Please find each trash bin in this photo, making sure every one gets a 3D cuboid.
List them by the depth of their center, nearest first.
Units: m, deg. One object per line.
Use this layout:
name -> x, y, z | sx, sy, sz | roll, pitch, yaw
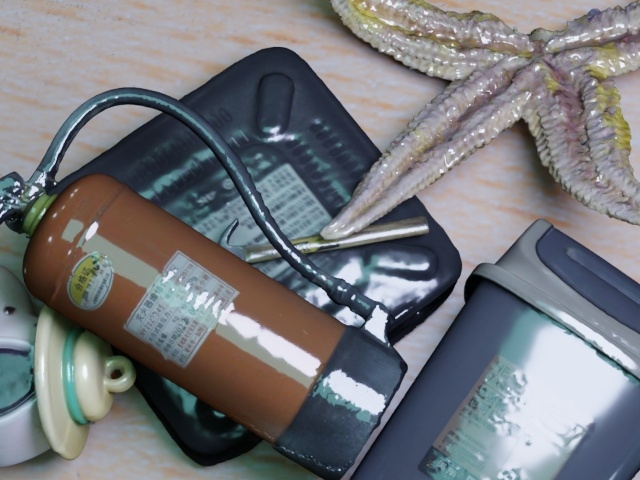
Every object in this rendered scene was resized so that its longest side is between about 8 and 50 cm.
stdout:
trash bin -> 0.165, 0.145, 1.236 | 0.209, 0.182, 0.290 | 36, 81, 8

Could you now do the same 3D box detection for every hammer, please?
hammer -> 0.000, 0.000, 1.280 | 0.182, 0.017, 0.062 | -11, 73, -7

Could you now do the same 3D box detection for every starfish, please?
starfish -> 0.179, -0.153, 1.324 | 0.398, 0.132, 0.384 | 10, 48, 4

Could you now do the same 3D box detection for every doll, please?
doll -> -0.304, 0.141, 1.255 | 0.271, 0.144, 0.208 | -43, 58, -16

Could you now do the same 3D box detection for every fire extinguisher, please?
fire extinguisher -> -0.103, 0.022, 1.216 | 0.376, 0.113, 0.200 | 30, 56, 0

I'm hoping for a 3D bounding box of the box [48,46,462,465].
box -> -0.063, 0.006, 1.322 | 0.290, 0.073, 0.289 | -35, 77, -11
